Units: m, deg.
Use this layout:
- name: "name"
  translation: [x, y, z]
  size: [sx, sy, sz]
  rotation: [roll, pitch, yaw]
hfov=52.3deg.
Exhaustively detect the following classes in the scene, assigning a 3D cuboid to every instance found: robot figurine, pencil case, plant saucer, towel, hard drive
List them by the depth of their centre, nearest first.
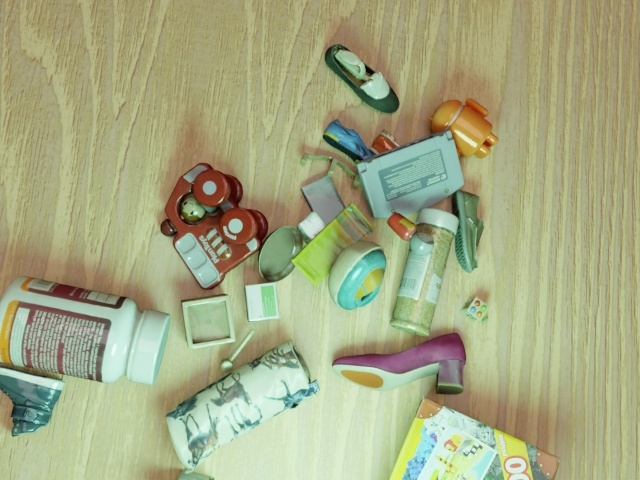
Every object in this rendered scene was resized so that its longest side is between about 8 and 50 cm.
- name: "pencil case"
  translation: [-0.209, 0.438, 1.719]
  size: [0.410, 0.160, 0.184]
  rotation: [-29, 96, -12]
- name: "towel"
  translation: [0.036, 0.010, 1.785]
  size: [0.237, 0.021, 0.102]
  rotation: [-43, 89, -13]
- name: "plant saucer"
  translation: [-0.117, 0.035, 1.820]
  size: [0.029, 0.168, 0.168]
  rotation: [25, 75, 36]
- name: "hard drive"
  translation: [0.013, -0.113, 1.915]
  size: [0.094, 0.022, 0.135]
  rotation: [-26, 86, -12]
- name: "robot figurine"
  translation: [0.426, -0.339, 1.962]
  size: [0.219, 0.128, 0.158]
  rotation: [35, 122, -2]

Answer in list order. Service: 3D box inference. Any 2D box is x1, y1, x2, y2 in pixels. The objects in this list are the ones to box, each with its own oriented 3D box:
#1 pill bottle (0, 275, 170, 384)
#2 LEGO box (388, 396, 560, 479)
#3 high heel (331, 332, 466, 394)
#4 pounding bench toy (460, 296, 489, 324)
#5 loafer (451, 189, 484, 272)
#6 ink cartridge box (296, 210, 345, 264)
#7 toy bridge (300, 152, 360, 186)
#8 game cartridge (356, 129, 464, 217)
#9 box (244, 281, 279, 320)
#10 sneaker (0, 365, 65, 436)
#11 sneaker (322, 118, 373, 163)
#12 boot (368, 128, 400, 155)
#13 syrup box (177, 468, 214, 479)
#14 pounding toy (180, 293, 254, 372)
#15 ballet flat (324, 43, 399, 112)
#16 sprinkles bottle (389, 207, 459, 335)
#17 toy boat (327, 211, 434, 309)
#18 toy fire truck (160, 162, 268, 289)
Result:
- name: "pill bottle"
  translation: [-0.599, 0.238, 1.663]
  size: [0.392, 0.224, 0.224]
  rotation: [13, 79, -6]
- name: "LEGO box"
  translation: [0.343, 0.717, 1.687]
  size: [0.372, 0.193, 0.500]
  rotation: [21, 78, 16]
- name: "high heel"
  translation: [0.224, 0.330, 1.854]
  size: [0.377, 0.127, 0.181]
  rotation: [9, 50, -3]
- name: "pounding bench toy"
  translation: [0.465, 0.211, 1.906]
  size: [0.083, 0.065, 0.052]
  rotation: [38, 77, -1]
- name: "loafer"
  translation: [0.448, -0.030, 1.929]
  size: [0.087, 0.094, 0.251]
  rotation: [-2, 81, -5]
- name: "ink cartridge box"
  translation: [0.000, 0.000, 1.849]
  size: [0.063, 0.109, 0.150]
  rotation: [-38, 88, -12]
- name: "toy bridge"
  translation: [0.036, -0.217, 1.923]
  size: [0.188, 0.026, 0.063]
  rotation: [21, 50, -5]
- name: "game cartridge"
  translation: [0.267, -0.184, 1.910]
  size: [0.297, 0.062, 0.198]
  rotation: [-20, 113, -8]
- name: "box"
  translation: [-0.163, 0.171, 1.801]
  size: [0.087, 0.102, 0.101]
  rotation: [-6, 83, -8]
- name: "sneaker"
  translation: [-0.797, 0.413, 1.674]
  size: [0.226, 0.086, 0.163]
  rotation: [17, 76, -7]
- name: "sneaker"
  translation: [0.108, -0.282, 1.934]
  size: [0.209, 0.069, 0.082]
  rotation: [36, 74, -1]
- name: "boot"
  translation: [0.219, -0.250, 1.956]
  size: [0.158, 0.059, 0.085]
  rotation: [42, 86, 4]
- name: "syrup box"
  translation: [-0.325, 0.648, 1.628]
  size: [0.096, 0.237, 0.093]
  rotation: [18, 78, -5]
- name: "pounding toy"
  translation: [-0.276, 0.253, 1.781]
  size: [0.181, 0.094, 0.206]
  rotation: [-8, 91, -15]
- name: "ballet flat"
  translation: [0.127, -0.487, 1.956]
  size: [0.280, 0.096, 0.095]
  rotation: [37, 77, -1]
- name: "sprinkles bottle"
  translation: [0.298, 0.090, 1.874]
  size: [0.121, 0.121, 0.355]
  rotation: [18, 79, -5]
- name: "toy boat"
  translation: [0.160, 0.064, 1.781]
  size: [0.318, 0.267, 0.148]
  rotation: [-42, 69, -12]
- name: "toy fire truck"
  translation: [-0.308, -0.047, 1.797]
  size: [0.254, 0.169, 0.302]
  rotation: [-36, 86, 6]
